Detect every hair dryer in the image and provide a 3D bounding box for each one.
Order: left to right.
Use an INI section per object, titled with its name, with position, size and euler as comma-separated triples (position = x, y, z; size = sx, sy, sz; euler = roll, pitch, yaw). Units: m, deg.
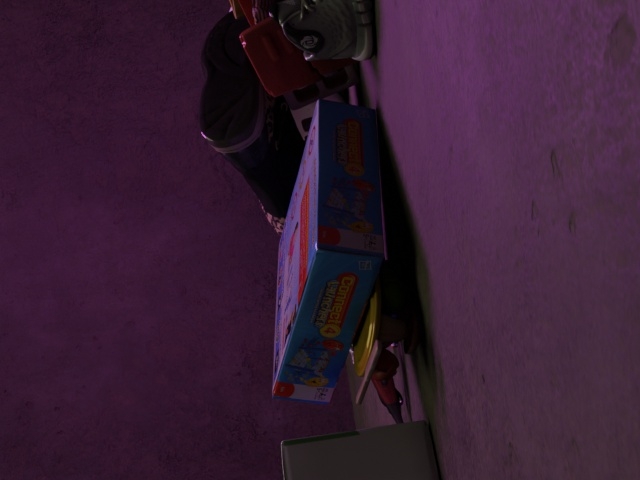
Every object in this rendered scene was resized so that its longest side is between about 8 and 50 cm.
[hair dryer]
position = 0.088, 0.163, 1.574
size = 0.223, 0.080, 0.293
euler = 55, 173, 26

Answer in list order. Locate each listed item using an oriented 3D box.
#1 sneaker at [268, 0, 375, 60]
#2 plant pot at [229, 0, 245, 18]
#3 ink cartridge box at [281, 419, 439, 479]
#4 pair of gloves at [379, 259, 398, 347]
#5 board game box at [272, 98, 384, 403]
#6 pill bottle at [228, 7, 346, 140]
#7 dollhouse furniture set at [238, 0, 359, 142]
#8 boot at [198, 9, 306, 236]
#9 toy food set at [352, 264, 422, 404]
[sneaker]
position = -0.003, -0.319, 1.270
size = 0.086, 0.132, 0.228
euler = -101, 3, -51
[plant pot]
position = -0.080, -0.520, 1.640
size = 0.212, 0.187, 0.212
euler = 83, 171, -48
[ink cartridge box]
position = 0.058, 0.365, 1.438
size = 0.278, 0.202, 0.117
euler = 84, 177, -61
[pair of gloves]
position = 0.099, 0.074, 1.617
size = 0.198, 0.023, 0.159
euler = -100, 2, -55
[board game box]
position = 0.005, 0.015, 1.418
size = 0.308, 0.086, 0.301
euler = -90, 12, -46
[pill bottle]
position = -0.073, -0.374, 1.978
size = 0.204, 0.204, 0.361
euler = 86, 175, -64
[dollhouse furniture set]
position = 0.015, -0.230, 1.530
size = 0.201, 0.152, 0.374
euler = -102, -13, -53
[boot]
position = -0.083, -0.209, 1.725
size = 0.377, 0.138, 0.284
euler = -90, -23, -44
[toy food set]
position = 0.088, 0.112, 1.308
size = 0.217, 0.071, 0.128
euler = -91, 12, -54
